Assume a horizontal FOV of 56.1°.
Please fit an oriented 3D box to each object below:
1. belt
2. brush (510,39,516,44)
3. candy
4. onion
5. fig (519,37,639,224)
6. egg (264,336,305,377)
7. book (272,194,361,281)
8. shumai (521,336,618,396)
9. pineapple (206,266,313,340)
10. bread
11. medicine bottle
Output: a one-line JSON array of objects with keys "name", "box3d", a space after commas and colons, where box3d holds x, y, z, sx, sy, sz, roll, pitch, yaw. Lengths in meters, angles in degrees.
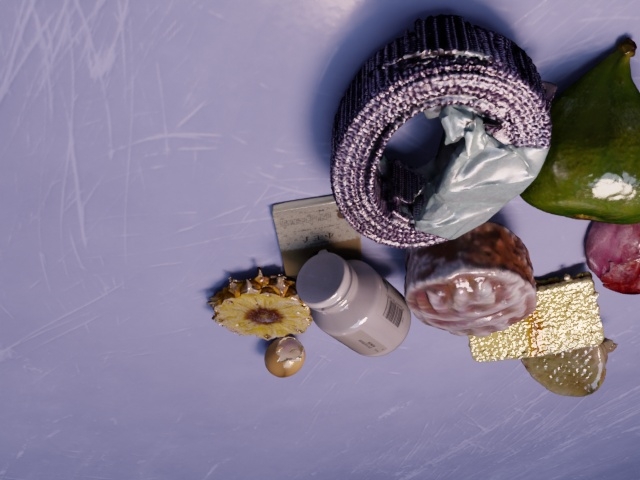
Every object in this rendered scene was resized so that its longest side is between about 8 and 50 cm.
[{"name": "belt", "box3d": [0.145, -0.119, 0.781, 0.260, 0.122, 0.324, 13, 136, -12]}, {"name": "brush", "box3d": [0.221, -0.222, 0.775, 0.016, 0.013, 0.083, 16, 133, -27]}, {"name": "candy", "box3d": [0.255, 0.068, 1.030, 0.214, 0.157, 0.289, -9, 151, 21]}, {"name": "onion", "box3d": [0.610, 0.034, 1.105, 0.227, 0.120, 0.283, -9, 142, 5]}, {"name": "fig", "box3d": [0.375, -0.146, 0.818, 0.203, 0.235, 0.203, 8, -179, 0]}, {"name": "egg", "box3d": [-0.075, 0.241, 1.223, 0.080, 0.080, 0.096, 7, 135, -22]}, {"name": "book", "box3d": [0.000, 0.000, 0.993, 0.139, 0.016, 0.198, -9, 142, -2]}, {"name": "shumai", "box3d": [0.563, 0.246, 1.367, 0.201, 0.201, 0.120, -47, 170, 37]}, {"name": "pineapple", "box3d": [-0.101, 0.123, 1.084, 0.221, 0.047, 0.221, -3, 145, -2]}, {"name": "bread", "box3d": [0.439, 0.172, 1.240, 0.266, 0.141, 0.178, -12, 156, 19]}, {"name": "medicine bottle", "box3d": [0.054, 0.105, 1.014, 0.135, 0.135, 0.215, -27, 140, 19]}]
